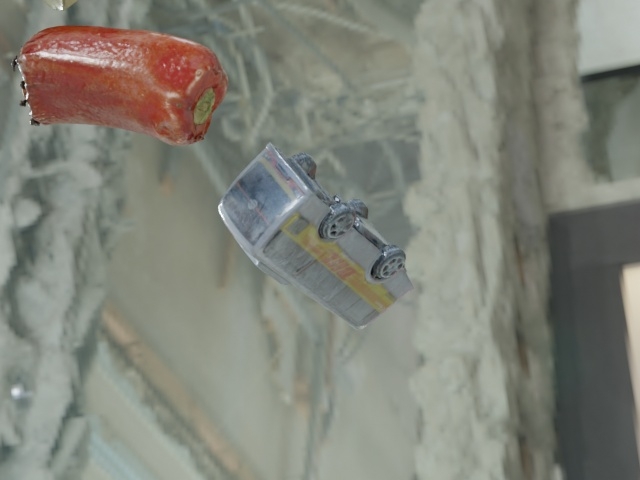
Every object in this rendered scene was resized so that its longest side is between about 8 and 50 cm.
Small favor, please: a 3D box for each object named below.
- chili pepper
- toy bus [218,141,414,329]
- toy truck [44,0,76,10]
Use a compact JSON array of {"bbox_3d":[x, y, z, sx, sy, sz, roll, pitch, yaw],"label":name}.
[{"bbox_3d":[-0.120,-0.096,0.929,0.070,0.123,0.073,-61,-22,-65],"label":"chili pepper"},{"bbox_3d":[0.000,0.000,1.045,0.064,0.075,0.190,53,-171,32],"label":"toy bus"},{"bbox_3d":[-0.290,-0.379,1.344,0.180,0.254,0.405,-47,-5,-26],"label":"toy truck"}]
